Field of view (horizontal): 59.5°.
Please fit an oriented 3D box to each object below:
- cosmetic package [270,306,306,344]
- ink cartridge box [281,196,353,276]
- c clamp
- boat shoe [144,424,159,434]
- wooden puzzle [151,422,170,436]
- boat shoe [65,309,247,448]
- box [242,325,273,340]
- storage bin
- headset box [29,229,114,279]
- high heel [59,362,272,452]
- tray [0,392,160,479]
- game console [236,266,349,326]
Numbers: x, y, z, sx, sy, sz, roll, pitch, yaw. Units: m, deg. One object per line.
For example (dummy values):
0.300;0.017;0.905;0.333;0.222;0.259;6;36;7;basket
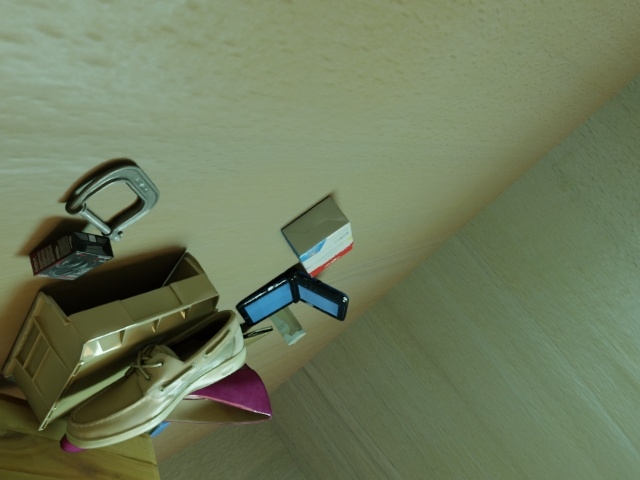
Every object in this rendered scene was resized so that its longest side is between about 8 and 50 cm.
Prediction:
-0.104;0.266;1.770;0.060;0.115;0.041;-44;162;20;cosmetic package
0.000;0.000;1.291;0.134;0.078;0.231;-35;165;-5;ink cartridge box
-0.267;-0.034;0.706;0.137;0.022;0.160;-33;165;-14;c clamp
-0.332;0.365;1.212;0.224;0.073;0.080;-36;168;-19;boat shoe
-0.610;0.628;1.782;0.322;0.080;0.348;-46;163;28;wooden puzzle
-0.249;0.202;0.866;0.302;0.109;0.098;-25;121;-36;boat shoe
-0.261;0.320;1.695;0.201;0.021;0.164;-33;165;30;box
-0.336;0.155;0.924;0.262;0.123;0.260;-17;155;-50;storage bin
-0.315;0.021;0.706;0.083;0.032;0.062;-27;161;17;headset box
-0.253;0.319;1.007;0.377;0.181;0.127;-23;160;-43;high heel
-0.431;0.386;0.933;0.076;0.202;0.411;-39;139;8;tray
-0.070;0.202;1.580;0.173;0.250;0.293;-61;171;-16;game console
